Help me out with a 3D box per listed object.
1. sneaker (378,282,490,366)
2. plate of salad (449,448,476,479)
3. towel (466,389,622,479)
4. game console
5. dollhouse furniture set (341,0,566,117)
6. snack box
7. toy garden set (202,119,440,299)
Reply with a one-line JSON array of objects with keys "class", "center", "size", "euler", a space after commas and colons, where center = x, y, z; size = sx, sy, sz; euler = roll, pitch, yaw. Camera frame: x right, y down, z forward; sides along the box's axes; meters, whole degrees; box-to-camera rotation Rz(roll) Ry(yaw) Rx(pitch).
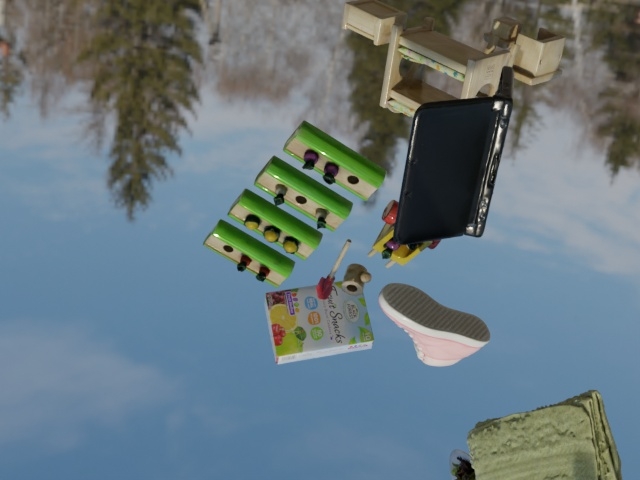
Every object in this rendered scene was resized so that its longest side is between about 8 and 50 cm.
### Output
[{"class": "sneaker", "center": [0.105, 0.094, 1.065], "size": [0.134, 0.070, 0.051], "euler": [23, -135, -23]}, {"class": "plate of salad", "center": [0.202, 0.353, 1.250], "size": [0.048, 0.200, 0.200], "euler": [-23, -155, -13]}, {"class": "towel", "center": [0.184, 0.191, 0.837], "size": [0.027, 0.110, 0.148], "euler": [12, 152, -38]}, {"class": "game console", "center": [0.104, -0.067, 0.789], "size": [0.071, 0.122, 0.107], "euler": [11, -146, 5]}, {"class": "dollhouse furniture set", "center": [0.138, -0.190, 1.094], "size": [0.161, 0.101, 0.182], "euler": [-20, -139, -38]}, {"class": "snack box", "center": [-0.003, 0.115, 1.454], "size": [0.141, 0.100, 0.037], "euler": [-8, 156, -9]}, {"class": "toy garden set", "center": [0.000, 0.000, 1.165], "size": [0.203, 0.244, 0.049], "euler": [31, -134, -14]}]
